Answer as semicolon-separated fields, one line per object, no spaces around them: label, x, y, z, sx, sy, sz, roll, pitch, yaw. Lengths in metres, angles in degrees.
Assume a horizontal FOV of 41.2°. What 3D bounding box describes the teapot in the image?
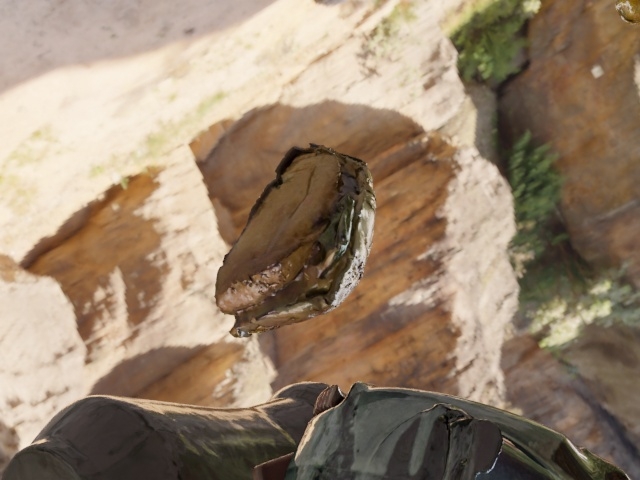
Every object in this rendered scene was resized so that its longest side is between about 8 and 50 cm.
teapot;-0.086;0.268;0.843;0.361;0.306;0.376;-7;157;-46

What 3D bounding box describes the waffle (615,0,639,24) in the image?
waffle;0.230;-0.199;0.408;0.238;0.243;0.059;87;22;-55

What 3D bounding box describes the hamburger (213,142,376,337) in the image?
hamburger;0.002;0.004;0.654;0.102;0.087;0.176;3;-128;42

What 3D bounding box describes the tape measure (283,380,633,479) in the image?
tape measure;0.103;0.200;0.589;0.275;0.256;0.147;-20;-138;56
